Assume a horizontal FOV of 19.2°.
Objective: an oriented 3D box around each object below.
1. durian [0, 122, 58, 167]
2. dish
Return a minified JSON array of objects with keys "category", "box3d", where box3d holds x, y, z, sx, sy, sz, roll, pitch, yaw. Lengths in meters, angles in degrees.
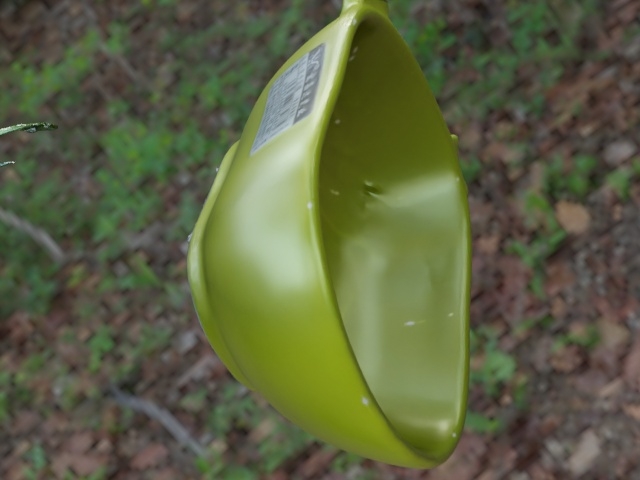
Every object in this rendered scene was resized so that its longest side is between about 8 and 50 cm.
[{"category":"durian","box3d":[-0.384,-0.084,1.464,0.375,0.107,0.132,-5,18,24]},{"category":"dish","box3d":[0.000,0.000,1.059,0.108,0.221,0.262,-11,45,21]}]
